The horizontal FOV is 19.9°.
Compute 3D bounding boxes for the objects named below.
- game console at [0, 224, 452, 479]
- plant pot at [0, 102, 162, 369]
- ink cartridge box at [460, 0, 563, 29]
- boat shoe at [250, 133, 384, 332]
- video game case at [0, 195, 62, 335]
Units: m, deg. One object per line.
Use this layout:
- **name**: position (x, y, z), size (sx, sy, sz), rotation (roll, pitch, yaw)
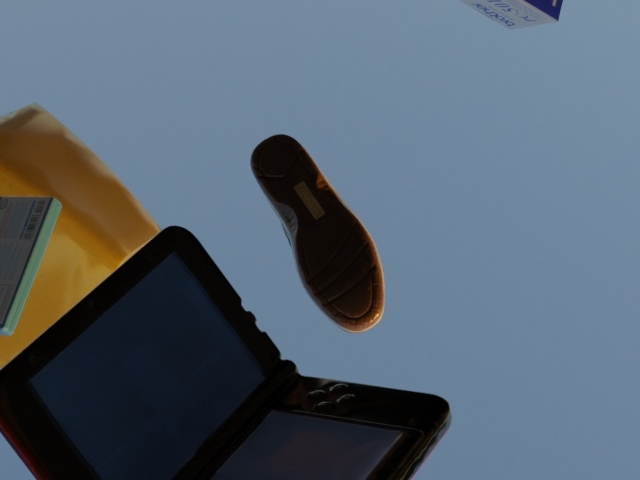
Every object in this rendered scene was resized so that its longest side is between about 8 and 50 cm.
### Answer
- **game console**: position (-0.034, 0.064, 0.704), size (0.124, 0.085, 0.144), rotation (6, -149, 29)
- **plant pot**: position (-0.279, 0.015, 1.778), size (0.187, 0.212, 0.212), rotation (31, -163, 4)
- **ink cartridge box**: position (0.067, -0.211, 1.079), size (0.207, 0.046, 0.097), rotation (25, -106, -35)
- **boat shoe**: position (0.007, -0.004, 2.118), size (0.095, 0.095, 0.257), rotation (-25, -109, 1)
- **video game case**: position (-0.294, 0.018, 1.473), size (0.166, 0.015, 0.119), rotation (2, -118, 32)
